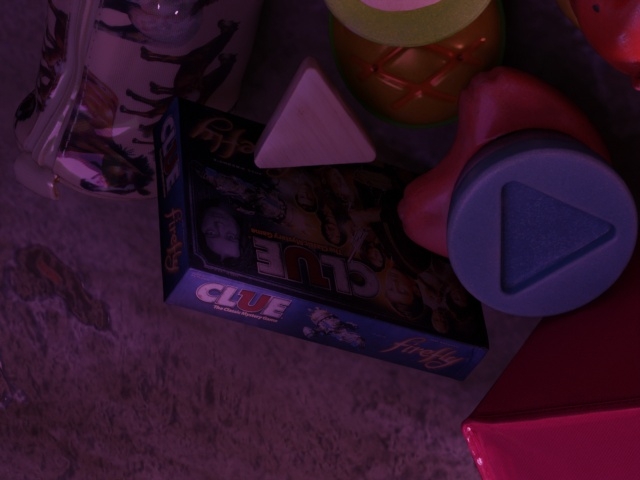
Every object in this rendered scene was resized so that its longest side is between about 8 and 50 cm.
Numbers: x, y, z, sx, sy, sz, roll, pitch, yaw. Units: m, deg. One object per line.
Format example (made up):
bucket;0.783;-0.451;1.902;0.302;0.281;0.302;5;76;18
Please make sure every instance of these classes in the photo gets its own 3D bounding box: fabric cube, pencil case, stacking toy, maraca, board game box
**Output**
fabric cube;0.290;0.148;1.306;0.254;0.258;0.259;-10;112;35
pencil case;-0.120;-0.212;1.380;0.160;0.183;0.410;45;134;31
stacking toy;0.113;-0.097;1.255;0.280;0.130;0.309;14;118;-11
maraca;0.066;-0.170;1.353;0.127;0.099;0.185;-7;102;6
board game box;0.000;0.000;1.374;0.243;0.165;0.042;16;135;-26
